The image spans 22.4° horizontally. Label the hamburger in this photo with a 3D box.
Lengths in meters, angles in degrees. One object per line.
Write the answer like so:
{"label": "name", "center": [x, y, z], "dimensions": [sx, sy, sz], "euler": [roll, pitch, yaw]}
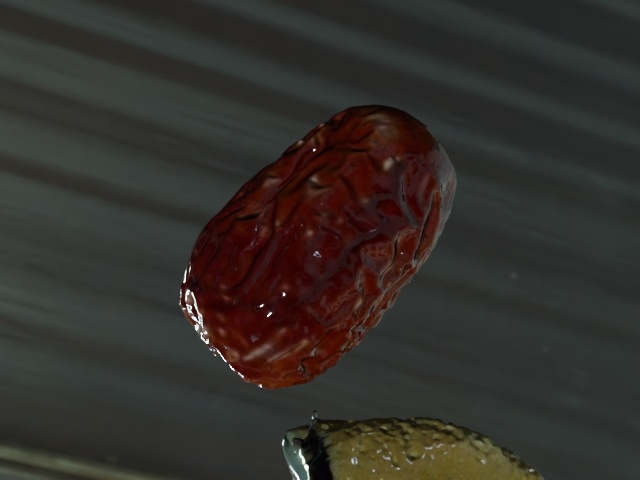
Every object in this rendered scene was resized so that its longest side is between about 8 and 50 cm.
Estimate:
{"label": "hamburger", "center": [0.085, 0.232, 0.984], "dimensions": [0.167, 0.192, 0.288], "euler": [150, 108, -67]}

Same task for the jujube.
{"label": "jujube", "center": [0.000, 0.000, 0.915], "dimensions": [0.176, 0.112, 0.109], "euler": [-47, -16, -4]}
